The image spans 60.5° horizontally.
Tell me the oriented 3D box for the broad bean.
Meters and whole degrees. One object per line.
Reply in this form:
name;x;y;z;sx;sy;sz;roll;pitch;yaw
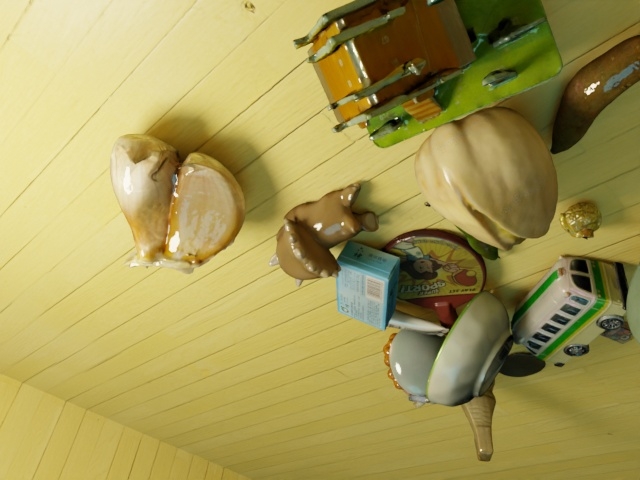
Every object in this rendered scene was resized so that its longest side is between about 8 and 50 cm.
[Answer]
broad bean;0.340;-0.028;1.252;0.254;0.046;0.065;37;123;-26

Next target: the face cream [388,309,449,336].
face cream;0.230;0.224;1.529;0.243;0.058;0.092;16;162;4

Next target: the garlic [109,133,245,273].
garlic;-0.321;-0.087;1.185;0.286;0.249;0.313;16;122;16

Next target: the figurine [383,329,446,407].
figurine;0.318;0.384;1.685;0.205;0.225;0.382;-25;158;6

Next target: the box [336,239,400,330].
box;0.119;0.118;1.407;0.142;0.083;0.232;19;144;19

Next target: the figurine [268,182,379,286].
figurine;-0.001;0.004;1.255;0.247;0.173;0.177;-12;135;23

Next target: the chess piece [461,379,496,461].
chess piece;0.484;0.516;1.671;0.137;0.301;0.137;3;139;3

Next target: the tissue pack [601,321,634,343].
tissue pack;0.813;0.246;1.496;0.083;0.035;0.063;23;138;-14

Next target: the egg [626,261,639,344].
egg;0.798;0.085;1.100;0.276;0.276;0.389;31;106;-24

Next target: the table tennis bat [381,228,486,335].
table tennis bat;0.302;0.117;1.431;0.268;0.051;0.415;-8;135;22

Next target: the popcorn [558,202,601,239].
popcorn;0.563;-0.033;1.181;0.084;0.084;0.084;5;140;4

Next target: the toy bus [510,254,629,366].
toy bus;0.606;0.179;1.373;0.179;0.143;0.305;14;140;-3

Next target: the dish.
dish;0.406;0.298;1.397;0.124;0.324;0.324;28;149;30

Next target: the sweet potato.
sweet potato;0.493;-0.274;0.920;0.108;0.079;0.346;1;148;-37

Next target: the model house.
model house;0.148;-0.257;0.764;0.357;0.313;0.243;-17;106;28

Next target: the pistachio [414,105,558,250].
pistachio;0.314;-0.112;1.014;0.229;0.238;0.321;-22;139;39

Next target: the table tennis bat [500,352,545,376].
table tennis bat;0.644;0.371;1.688;0.131;0.022;0.234;25;140;-17
